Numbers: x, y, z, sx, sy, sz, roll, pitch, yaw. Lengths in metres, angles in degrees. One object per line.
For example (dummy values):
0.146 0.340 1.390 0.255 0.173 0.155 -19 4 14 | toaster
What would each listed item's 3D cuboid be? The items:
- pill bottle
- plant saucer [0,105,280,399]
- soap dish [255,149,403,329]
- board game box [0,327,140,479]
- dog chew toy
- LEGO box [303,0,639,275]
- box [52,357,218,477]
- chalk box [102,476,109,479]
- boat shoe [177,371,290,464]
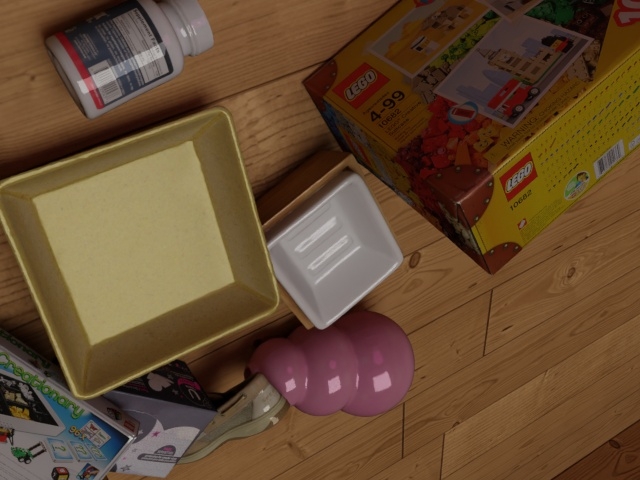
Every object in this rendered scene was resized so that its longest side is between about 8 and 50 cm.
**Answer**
-0.228 -0.233 0.950 0.180 0.108 0.108 -31 138 -15 | pill bottle
-0.249 0.009 1.104 0.333 0.081 0.332 -24 116 -22 | plant saucer
0.000 0.000 1.327 0.229 0.118 0.291 -40 140 -5 | soap dish
-0.438 0.254 1.106 0.305 0.053 0.193 39 97 -13 | board game box
0.014 0.241 1.492 0.332 0.206 0.206 -1 124 -29 | dog chew toy
0.291 -0.254 1.156 0.500 0.372 0.193 -41 139 -5 | LEGO box
-0.324 0.278 1.278 0.163 0.142 0.247 -52 139 8 | box
-0.489 0.438 1.249 0.180 0.179 0.289 -49 140 5 | chalk box
-0.195 0.316 1.404 0.302 0.098 0.109 -27 -166 31 | boat shoe
